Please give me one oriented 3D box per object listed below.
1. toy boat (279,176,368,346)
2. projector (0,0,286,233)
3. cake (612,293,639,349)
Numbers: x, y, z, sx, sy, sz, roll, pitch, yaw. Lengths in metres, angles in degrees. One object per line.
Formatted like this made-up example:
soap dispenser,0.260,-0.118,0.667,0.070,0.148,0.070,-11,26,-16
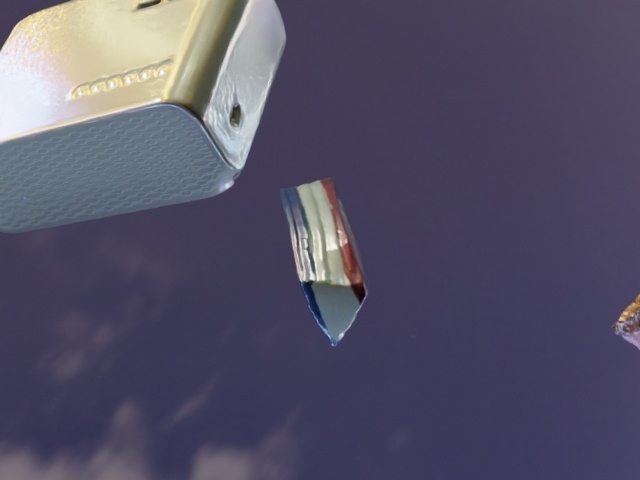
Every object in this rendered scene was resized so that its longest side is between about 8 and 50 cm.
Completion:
toy boat,0.000,0.000,0.887,0.045,0.229,0.080,-25,-69,5
projector,-0.168,-0.120,1.058,0.108,0.250,0.198,58,-147,-38
cake,0.483,0.047,1.425,0.116,0.295,0.113,52,-138,-3
